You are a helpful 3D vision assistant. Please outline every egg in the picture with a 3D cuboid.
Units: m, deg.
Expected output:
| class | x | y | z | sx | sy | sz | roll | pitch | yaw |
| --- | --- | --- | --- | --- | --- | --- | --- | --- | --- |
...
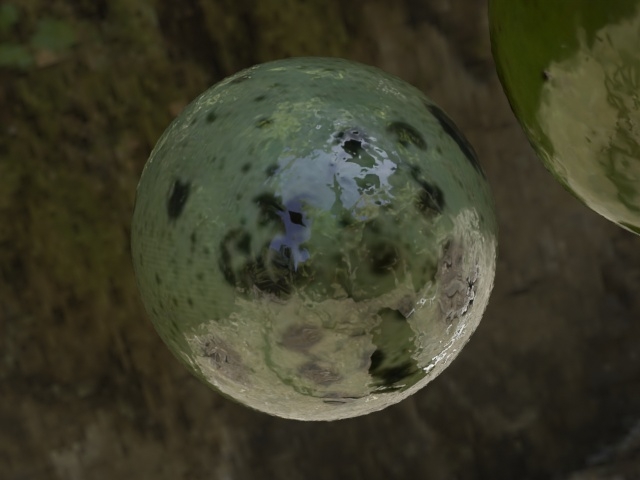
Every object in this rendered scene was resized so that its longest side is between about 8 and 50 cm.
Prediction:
| class | x | y | z | sx | sy | sz | roll | pitch | yaw |
| --- | --- | --- | --- | --- | --- | --- | --- | --- | --- |
| egg | 0.000 | 0.000 | 0.946 | 0.177 | 0.177 | 0.228 | -19 | 7 | -10 |

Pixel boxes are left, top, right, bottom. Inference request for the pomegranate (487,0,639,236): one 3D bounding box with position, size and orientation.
| class | x | y | z | sx | sy | sz | roll | pitch | yaw |
| --- | --- | --- | --- | --- | --- | --- | --- | --- | --- |
| pomegranate | 0.159 | -0.064 | 0.619 | 0.198 | 0.246 | 0.198 | -24 | -16 | -7 |
